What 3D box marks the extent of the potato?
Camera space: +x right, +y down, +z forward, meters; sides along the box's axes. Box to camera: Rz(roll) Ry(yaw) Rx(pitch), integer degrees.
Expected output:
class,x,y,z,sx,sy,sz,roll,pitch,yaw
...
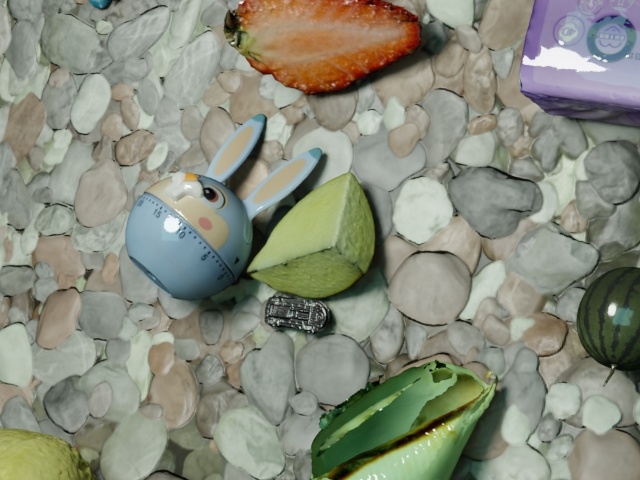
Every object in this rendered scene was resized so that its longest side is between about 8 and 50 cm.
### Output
class,x,y,z,sx,sy,sz,roll,pitch,yaw
potato,0.000,0.000,1.348,0.149,0.081,0.120,-18,41,39

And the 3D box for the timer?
class,x,y,z,sx,sy,sz,roll,pitch,yaw
timer,-0.137,-0.046,1.359,0.175,0.175,0.255,35,98,27

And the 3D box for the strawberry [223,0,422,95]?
class,x,y,z,sx,sy,sz,roll,pitch,yaw
strawberry,0.003,-0.269,1.355,0.236,0.175,0.106,14,50,-4

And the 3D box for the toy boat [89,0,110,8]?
class,x,y,z,sx,sy,sz,roll,pitch,yaw
toy boat,-0.304,-0.443,1.549,0.088,0.102,0.215,19,89,26

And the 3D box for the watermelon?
class,x,y,z,sx,sy,sz,roll,pitch,yaw
watermelon,0.315,0.093,1.136,0.105,0.105,0.133,17,71,28

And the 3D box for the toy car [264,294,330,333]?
class,x,y,z,sx,sy,sz,roll,pitch,yaw
toy car,-0.028,0.092,1.355,0.093,0.025,0.041,7,85,31

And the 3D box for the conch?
class,x,y,z,sx,sy,sz,roll,pitch,yaw
conch,0.075,0.232,1.214,0.143,0.137,0.250,25,92,29

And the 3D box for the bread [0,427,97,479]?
class,x,y,z,sx,sy,sz,roll,pitch,yaw
bread,-0.394,0.388,1.332,0.237,0.320,0.320,13,87,25

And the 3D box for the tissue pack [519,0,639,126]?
class,x,y,z,sx,sy,sz,roll,pitch,yaw
tissue pack,0.402,-0.230,1.125,0.338,0.160,0.242,13,88,27
